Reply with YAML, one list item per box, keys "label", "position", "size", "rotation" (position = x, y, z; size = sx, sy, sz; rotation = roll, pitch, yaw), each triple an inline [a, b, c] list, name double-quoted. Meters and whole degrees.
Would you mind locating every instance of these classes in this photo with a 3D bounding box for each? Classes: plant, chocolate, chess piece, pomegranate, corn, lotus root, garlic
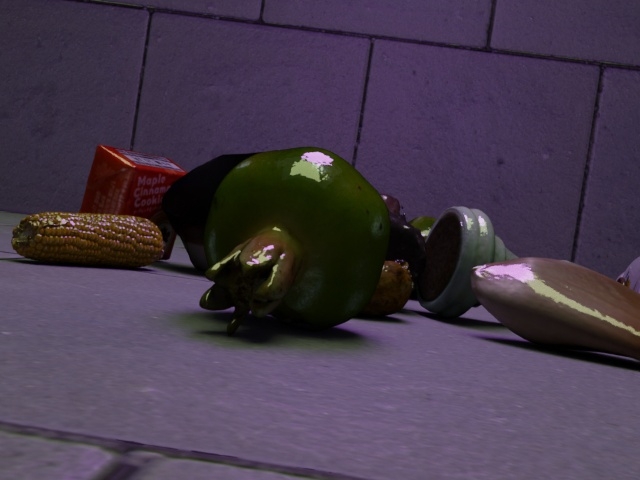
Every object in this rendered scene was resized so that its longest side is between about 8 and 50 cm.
- label: "plant"
  position: [0.083, 0.021, 1.382]
  size: [0.178, 0.204, 0.234]
  rotation: [17, 9, -15]
- label: "chocolate"
  position: [-0.395, -0.068, 1.644]
  size: [0.108, 0.234, 0.237]
  rotation: [21, 7, 27]
- label: "chess piece"
  position: [0.336, 0.068, 1.342]
  size: [0.299, 0.194, 0.194]
  rotation: [17, -1, -14]
- label: "pomegranate"
  position: [-0.041, 0.006, 0.911]
  size: [0.236, 0.235, 0.302]
  rotation: [8, 13, 16]
- label: "corn"
  position: [-0.408, -0.004, 1.375]
  size: [0.106, 0.106, 0.293]
  rotation: [9, 1, 40]
- label: "chocolate"
  position: [-0.176, -0.042, 1.615]
  size: [0.284, 0.186, 0.283]
  rotation: [-12, 36, 9]
- label: "lotus root"
  position: [0.051, 0.072, 1.171]
  size: [0.191, 0.094, 0.108]
  rotation: [-2, -16, -27]
- label: "garlic"
  position: [0.366, 0.104, 1.075]
  size: [0.318, 0.112, 0.143]
  rotation: [16, 28, 34]

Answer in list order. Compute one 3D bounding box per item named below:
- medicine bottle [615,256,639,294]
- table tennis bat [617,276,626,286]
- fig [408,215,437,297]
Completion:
- label: "medicine bottle"
  position: [0.690, 0.113, 1.610]
  size: [0.111, 0.161, 0.296]
  rotation: [12, 3, 13]
- label: "table tennis bat"
  position: [0.572, 0.125, 1.607]
  size: [0.119, 0.107, 0.170]
  rotation: [9, 6, 13]
- label: "fig"
  position: [0.239, 0.071, 1.697]
  size: [0.235, 0.203, 0.203]
  rotation: [47, 1, 0]
